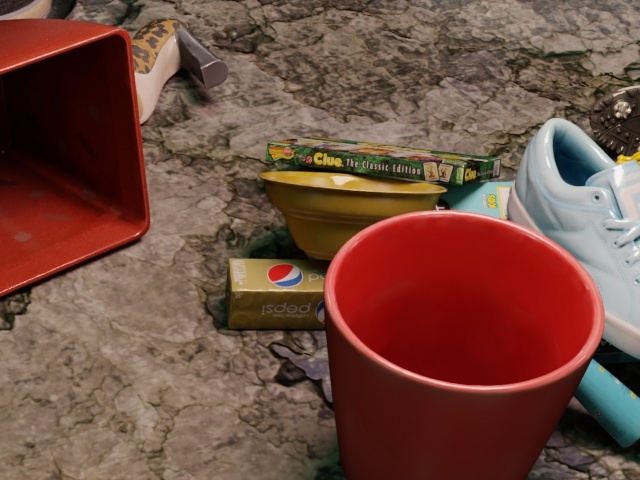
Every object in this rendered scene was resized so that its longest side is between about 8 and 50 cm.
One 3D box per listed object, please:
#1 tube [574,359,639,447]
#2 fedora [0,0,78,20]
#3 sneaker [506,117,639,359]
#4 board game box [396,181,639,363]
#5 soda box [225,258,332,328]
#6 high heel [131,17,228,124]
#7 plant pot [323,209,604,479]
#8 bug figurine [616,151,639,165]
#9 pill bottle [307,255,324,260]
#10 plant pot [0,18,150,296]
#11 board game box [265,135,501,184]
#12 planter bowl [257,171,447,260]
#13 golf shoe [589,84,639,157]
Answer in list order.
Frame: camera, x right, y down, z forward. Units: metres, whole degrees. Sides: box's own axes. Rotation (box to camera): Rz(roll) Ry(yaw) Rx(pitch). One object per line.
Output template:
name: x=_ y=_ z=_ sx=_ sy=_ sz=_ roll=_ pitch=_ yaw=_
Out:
tube: x=0.270 y=0.136 z=1.790 sx=0.207 sy=0.080 sz=0.052 roll=43 pitch=84 yaw=-2
fedora: x=-0.499 y=-0.385 z=2.287 sx=0.334 sy=0.152 sz=0.334 roll=5 pitch=40 yaw=-4
sneaker: x=0.333 y=-0.002 z=1.835 sx=0.135 sy=0.150 sz=0.366 roll=-20 pitch=47 yaw=-28
board game box: x=0.270 y=0.035 z=1.961 sx=0.336 sy=0.079 sz=0.253 roll=-2 pitch=40 yaw=-11
soda box: x=-0.017 y=0.062 z=1.895 sx=0.181 sy=0.061 sz=0.058 roll=1 pitch=40 yaw=-8
high heel: x=-0.274 y=-0.225 z=2.199 sx=0.261 sy=0.093 sz=0.186 roll=-16 pitch=33 yaw=-23
plant pot: x=0.127 y=0.142 z=1.678 sx=0.275 sy=0.243 sz=0.275 roll=5 pitch=40 yaw=-4
bug figurine: x=0.493 y=-0.030 z=1.994 sx=0.279 sy=0.072 sz=0.216 roll=29 pitch=31 yaw=-10
pill bottle: x=0.000 y=0.000 z=1.986 sx=0.043 sy=0.043 sz=0.083 roll=-5 pitch=41 yaw=-15
plant pot: x=-0.382 y=-0.120 z=1.920 sx=0.267 sy=0.267 sz=0.236 roll=-24 pitch=37 yaw=-33
board game box: x=0.078 y=-0.099 z=2.041 sx=0.260 sy=0.030 sz=0.136 roll=8 pitch=8 yaw=24
planter bowl: x=0.034 y=-0.024 z=1.895 sx=0.217 sy=0.090 sz=0.217 roll=4 pitch=6 yaw=0
golf shoe: x=0.471 y=-0.173 z=2.251 sx=0.273 sy=0.105 sz=0.120 roll=-4 pitch=25 yaw=-22
